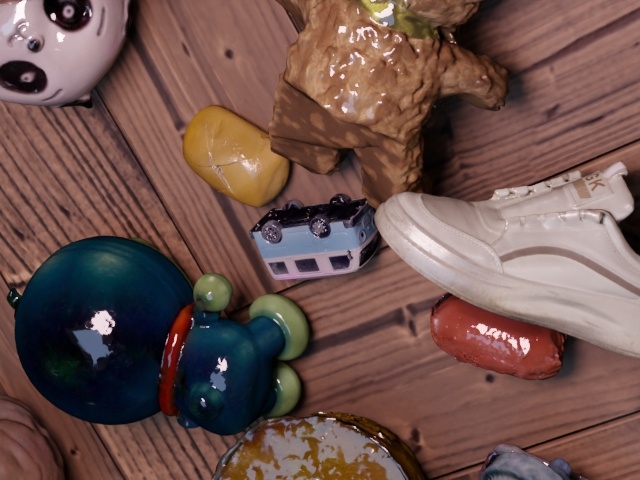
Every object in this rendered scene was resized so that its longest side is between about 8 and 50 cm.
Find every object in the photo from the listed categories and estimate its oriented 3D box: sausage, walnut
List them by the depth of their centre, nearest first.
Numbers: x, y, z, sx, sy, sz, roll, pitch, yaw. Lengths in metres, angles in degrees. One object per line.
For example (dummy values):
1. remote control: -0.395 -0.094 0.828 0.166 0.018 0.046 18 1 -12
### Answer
1. sausage: 0.173 0.091 1.764 0.141 0.076 0.076 16 119 18
2. walnut: -0.410 0.294 2.062 0.248 0.248 0.248 11 117 22

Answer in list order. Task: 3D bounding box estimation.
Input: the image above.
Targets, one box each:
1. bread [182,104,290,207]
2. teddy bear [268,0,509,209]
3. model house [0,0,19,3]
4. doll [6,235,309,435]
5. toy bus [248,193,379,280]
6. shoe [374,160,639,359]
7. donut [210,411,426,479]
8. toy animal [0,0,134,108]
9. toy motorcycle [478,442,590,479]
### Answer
1. bread: -0.089 -0.081 1.827 0.115 0.056 0.082 34 123 9
2. teddy bear: 0.062 -0.176 1.665 0.246 0.222 0.296 30 164 17
3. model house: -0.200 -0.310 1.582 0.326 0.244 0.169 -6 87 6
4. doll: -0.183 0.103 1.887 0.322 0.186 0.198 13 118 18
5. toy bus: 0.000 0.000 1.818 0.123 0.060 0.075 -6 114 31
6. shoe: 0.217 -0.009 1.639 0.316 0.124 0.159 22 110 -16
7. donut: 0.012 0.302 1.897 0.272 0.107 0.272 4 101 20
8. toy animal: -0.300 -0.240 1.793 0.235 0.165 0.187 41 112 6
9. toy motorcycle: 0.271 0.336 1.799 0.319 0.241 0.182 42 84 10
